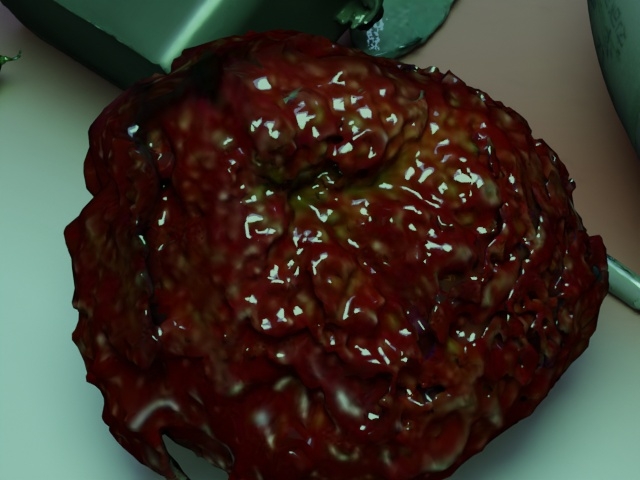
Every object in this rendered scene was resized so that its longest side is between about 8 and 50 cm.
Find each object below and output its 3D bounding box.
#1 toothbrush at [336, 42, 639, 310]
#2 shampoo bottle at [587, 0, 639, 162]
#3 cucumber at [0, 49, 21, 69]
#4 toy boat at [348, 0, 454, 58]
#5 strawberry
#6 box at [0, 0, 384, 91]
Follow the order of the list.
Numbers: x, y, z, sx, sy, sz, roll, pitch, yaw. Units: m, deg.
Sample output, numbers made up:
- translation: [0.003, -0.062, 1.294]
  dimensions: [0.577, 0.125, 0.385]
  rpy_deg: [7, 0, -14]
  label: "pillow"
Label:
- translation: [0.083, -0.046, 0.939]
  dimensions: [0.026, 0.024, 0.288]
  rpy_deg: [-39, 62, -23]
  label: "toothbrush"
- translation: [0.283, -0.128, 0.842]
  dimensions: [0.273, 0.273, 0.266]
  rpy_deg: [-3, 61, -2]
  label: "shampoo bottle"
- translation: [-0.265, -0.095, 0.972]
  dimensions: [0.168, 0.039, 0.039]
  rpy_deg: [-13, 54, -6]
  label: "cucumber"
- translation: [0.045, -0.241, 1.057]
  dimensions: [0.206, 0.096, 0.282]
  rpy_deg: [-3, 62, -19]
  label: "toy boat"
- translation: [0.000, 0.000, 0.787]
  dimensions: [0.274, 0.220, 0.274]
  rpy_deg: [-3, 51, 3]
  label: "strawberry"
- translation: [-0.099, -0.165, 0.942]
  dimensions: [0.243, 0.163, 0.135]
  rpy_deg: [34, 82, 23]
  label: "box"
